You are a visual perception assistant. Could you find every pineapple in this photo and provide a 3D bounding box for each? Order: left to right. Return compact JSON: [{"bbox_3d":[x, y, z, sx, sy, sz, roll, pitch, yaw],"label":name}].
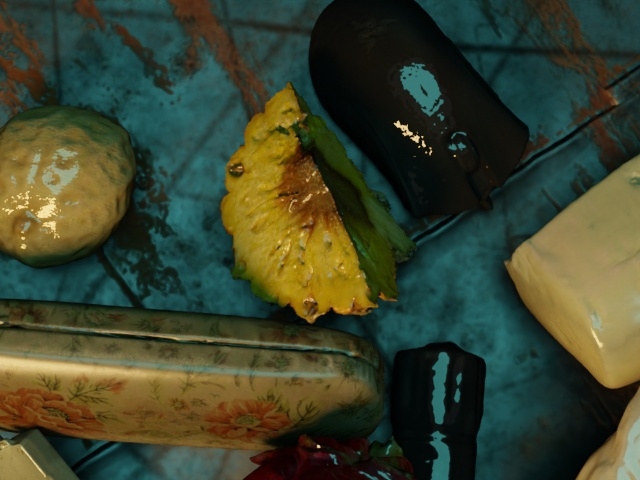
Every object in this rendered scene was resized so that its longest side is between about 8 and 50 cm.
[{"bbox_3d":[-0.002,-0.005,1.048,0.140,0.164,0.250,-36,64,22],"label":"pineapple"}]

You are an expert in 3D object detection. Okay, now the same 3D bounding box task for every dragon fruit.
[{"bbox_3d":[-0.011,0.280,0.922,0.192,0.193,0.274,30,83,13],"label":"dragon fruit"}]

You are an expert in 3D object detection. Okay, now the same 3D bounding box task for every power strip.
[{"bbox_3d":[-0.227,0.251,0.994,0.227,0.080,0.029,53,39,-8],"label":"power strip"}]

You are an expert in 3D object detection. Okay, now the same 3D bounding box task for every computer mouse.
[{"bbox_3d":[0.092,-0.138,1.079,0.147,0.088,0.264,-39,88,-5],"label":"computer mouse"}]

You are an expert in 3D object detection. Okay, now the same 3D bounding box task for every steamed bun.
[{"bbox_3d":[0.304,0.029,1.040,0.225,0.170,0.200,-29,52,10],"label":"steamed bun"}]

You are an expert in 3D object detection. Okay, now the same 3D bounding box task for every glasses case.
[{"bbox_3d":[-0.154,0.123,0.990,0.425,0.156,0.098,5,57,-2],"label":"glasses case"}]

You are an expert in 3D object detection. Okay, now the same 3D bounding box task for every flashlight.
[{"bbox_3d":[0.094,0.301,1.015,0.103,0.103,0.424,5,80,-2],"label":"flashlight"}]

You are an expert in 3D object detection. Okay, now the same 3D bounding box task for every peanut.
[{"bbox_3d":[-0.248,-0.051,1.033,0.140,0.109,0.159,12,77,13],"label":"peanut"}]

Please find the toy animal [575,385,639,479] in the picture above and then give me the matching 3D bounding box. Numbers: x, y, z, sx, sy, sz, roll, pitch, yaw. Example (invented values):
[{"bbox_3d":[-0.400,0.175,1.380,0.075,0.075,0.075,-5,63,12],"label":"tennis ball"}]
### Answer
[{"bbox_3d":[0.316,0.254,0.922,0.266,0.188,0.308,-28,84,-7],"label":"toy animal"}]
